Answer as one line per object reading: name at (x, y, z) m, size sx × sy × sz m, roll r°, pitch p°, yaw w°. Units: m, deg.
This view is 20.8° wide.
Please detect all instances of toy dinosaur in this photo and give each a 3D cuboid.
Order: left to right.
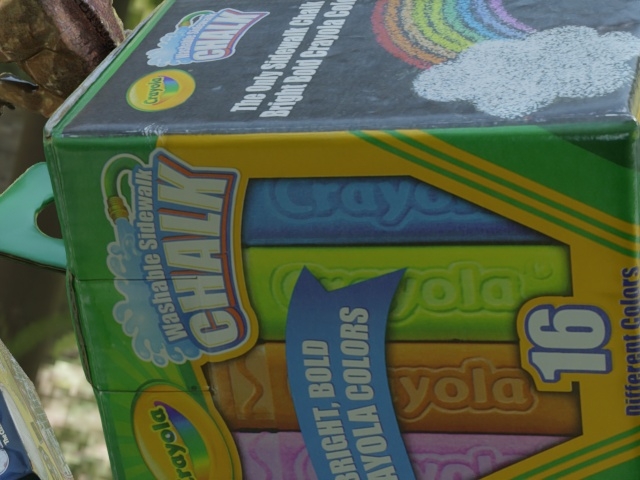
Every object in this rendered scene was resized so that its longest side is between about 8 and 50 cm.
toy dinosaur at (-0.178, -0.148, 1.256) m, size 0.295 × 0.127 × 0.200 m, roll 42°, pitch -16°, yaw -33°

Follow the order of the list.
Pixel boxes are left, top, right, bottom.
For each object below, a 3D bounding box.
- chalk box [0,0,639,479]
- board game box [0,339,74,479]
chalk box at (0.000, 0.000, 0.736) m, size 0.289 × 0.179 × 0.180 m, roll 0°, pitch 26°, yaw 16°
board game box at (-0.237, 0.147, 1.332) m, size 0.243 × 0.042 × 0.165 m, roll 78°, pitch -14°, yaw -66°
